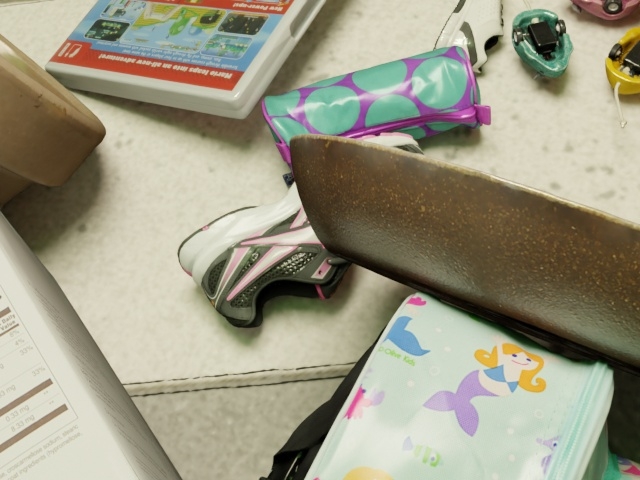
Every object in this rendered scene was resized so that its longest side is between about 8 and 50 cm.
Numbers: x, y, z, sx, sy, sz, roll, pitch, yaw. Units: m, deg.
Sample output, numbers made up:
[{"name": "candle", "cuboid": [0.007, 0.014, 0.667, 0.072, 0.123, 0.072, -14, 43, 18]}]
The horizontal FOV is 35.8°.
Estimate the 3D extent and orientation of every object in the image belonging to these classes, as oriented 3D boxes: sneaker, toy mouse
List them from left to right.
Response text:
[{"name": "sneaker", "cuboid": [0.000, 0.000, 0.665, 0.178, 0.072, 0.077, -31, 71, 0]}, {"name": "sneaker", "cuboid": [0.124, -0.172, 0.760, 0.044, 0.040, 0.109, 26, 70, 5]}, {"name": "toy mouse", "cuboid": [0.192, -0.159, 0.736, 0.143, 0.031, 0.161, 29, 65, 20]}]

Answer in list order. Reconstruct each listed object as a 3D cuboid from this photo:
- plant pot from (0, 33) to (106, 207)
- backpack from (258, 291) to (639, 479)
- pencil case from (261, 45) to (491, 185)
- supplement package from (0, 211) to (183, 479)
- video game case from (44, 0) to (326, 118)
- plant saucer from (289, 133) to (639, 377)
[{"name": "plant pot", "cuboid": [-0.316, -0.069, 0.664, 0.263, 0.263, 0.229, 38, 89, 27]}, {"name": "backpack", "cuboid": [0.059, 0.153, 0.443, 0.191, 0.253, 0.225, 20, 64, 20]}, {"name": "pencil case", "cuboid": [0.038, -0.090, 0.704, 0.152, 0.064, 0.070, -16, 42, 0]}, {"name": "supplement package", "cuboid": [-0.210, 0.116, 0.543, 0.198, 0.199, 0.262, -34, 60, -10]}, {"name": "video game case", "cuboid": [-0.070, -0.223, 0.799, 0.204, 0.025, 0.285, 15, 62, 33]}, {"name": "plant saucer", "cuboid": [0.121, 0.027, 0.499, 0.311, 0.310, 0.050, 21, 89, 21]}]
